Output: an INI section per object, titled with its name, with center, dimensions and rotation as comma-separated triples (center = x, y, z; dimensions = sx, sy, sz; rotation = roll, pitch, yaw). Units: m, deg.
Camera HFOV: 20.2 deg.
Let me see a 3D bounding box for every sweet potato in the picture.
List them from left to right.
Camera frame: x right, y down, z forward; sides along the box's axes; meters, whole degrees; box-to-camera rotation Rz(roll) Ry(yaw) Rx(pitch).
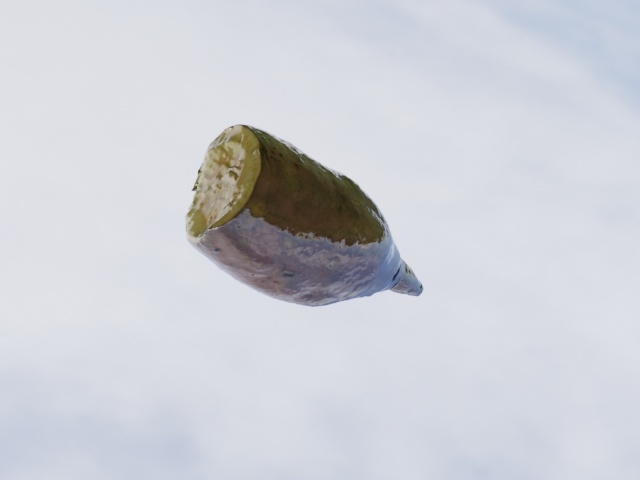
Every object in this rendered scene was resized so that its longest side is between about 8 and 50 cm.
[sweet potato]
center = 0.000, 0.000, 0.594
dimensions = 0.117, 0.049, 0.049
rotation = 27, -164, -47
